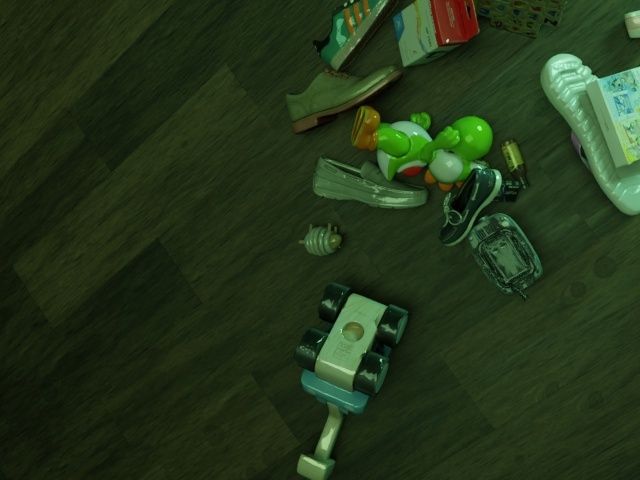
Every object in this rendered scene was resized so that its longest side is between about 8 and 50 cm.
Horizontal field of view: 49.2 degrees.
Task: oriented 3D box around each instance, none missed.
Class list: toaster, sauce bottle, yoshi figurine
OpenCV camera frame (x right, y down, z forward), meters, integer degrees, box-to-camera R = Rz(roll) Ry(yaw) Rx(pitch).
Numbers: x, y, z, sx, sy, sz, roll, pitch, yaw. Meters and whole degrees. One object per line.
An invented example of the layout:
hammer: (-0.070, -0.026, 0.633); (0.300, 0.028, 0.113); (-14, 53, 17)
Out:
toaster: (0.463, 0.037, 1.723); (0.129, 0.146, 0.227); (-36, 83, 19)
sauce bottle: (0.489, -0.190, 1.748); (0.042, 0.042, 0.128); (-22, 86, 19)
yoshi figurine: (0.270, -0.259, 1.730); (0.362, 0.203, 0.203); (17, 64, -7)

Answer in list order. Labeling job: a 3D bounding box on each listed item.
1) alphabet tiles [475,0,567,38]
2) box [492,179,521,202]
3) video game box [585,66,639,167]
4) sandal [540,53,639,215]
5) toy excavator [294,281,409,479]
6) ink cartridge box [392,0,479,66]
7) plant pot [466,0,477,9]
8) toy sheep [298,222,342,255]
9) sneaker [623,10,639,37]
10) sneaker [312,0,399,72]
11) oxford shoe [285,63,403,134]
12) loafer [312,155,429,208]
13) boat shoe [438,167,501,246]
alphabet tiles: (0.461, -0.541, 1.624); (0.198, 0.237, 0.009); (20, 84, 12)
box: (0.451, -0.124, 1.746); (0.083, 0.067, 0.018); (3, 55, 0)
video game box: (0.722, -0.288, 1.603); (0.187, 0.048, 0.205); (-19, 88, -24)
sandal: (0.649, -0.249, 1.652); (0.169, 0.102, 0.416); (-29, 90, -20)
toy excavator: (0.062, 0.398, 1.870); (0.222, 0.445, 0.433); (19, 60, 17)
ink cartridge box: (0.277, -0.523, 1.698); (0.078, 0.231, 0.134); (-13, 91, -24)
plant pot: (0.437, -0.687, 1.625); (0.254, 0.254, 0.239); (20, 87, 16)
toy sheep: (0.000, 0.000, 1.913); (0.132, 0.091, 0.091); (-4, 94, 33)
sneaker: (0.778, -0.505, 1.618); (0.134, 0.051, 0.070); (-9, 94, 23)
sneaker: (0.096, -0.588, 1.810); (0.121, 0.108, 0.302); (43, 108, 6)
oxford shoe: (0.047, -0.391, 1.806); (0.348, 0.123, 0.130); (-20, 94, 30)
loafer: (0.129, -0.153, 1.838); (0.319, 0.112, 0.111); (11, 107, 18)
boat shoe: (0.351, -0.082, 1.733); (0.079, 0.095, 0.254); (10, 141, -20)
